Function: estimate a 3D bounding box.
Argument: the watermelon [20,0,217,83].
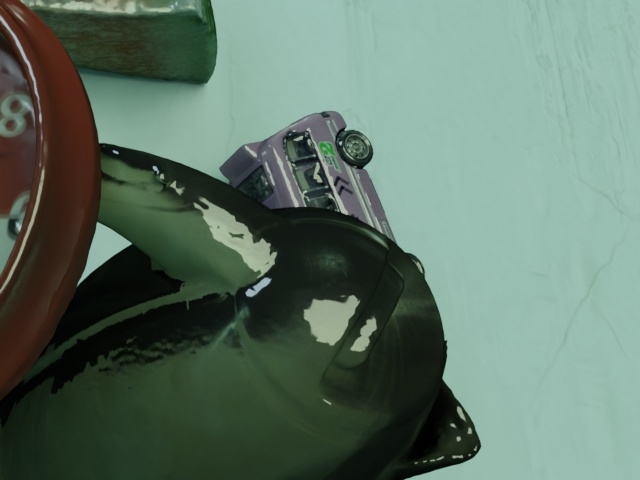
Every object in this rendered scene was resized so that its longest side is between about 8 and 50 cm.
[{"bbox_3d":[-0.198,-0.253,1.025,0.302,0.151,0.264,-9,70,-38],"label":"watermelon"}]

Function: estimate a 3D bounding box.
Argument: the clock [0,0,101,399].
[{"bbox_3d":[-0.268,-0.013,0.699,0.319,0.080,0.318,-5,66,11],"label":"clock"}]

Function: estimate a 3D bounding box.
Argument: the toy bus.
[{"bbox_3d":[0.000,0.000,1.057,0.108,0.096,0.198,-14,76,-35],"label":"toy bus"}]

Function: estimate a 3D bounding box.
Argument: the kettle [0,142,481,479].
[{"bbox_3d":[-0.085,0.070,0.799,0.321,0.324,0.228,40,48,-10],"label":"kettle"}]
